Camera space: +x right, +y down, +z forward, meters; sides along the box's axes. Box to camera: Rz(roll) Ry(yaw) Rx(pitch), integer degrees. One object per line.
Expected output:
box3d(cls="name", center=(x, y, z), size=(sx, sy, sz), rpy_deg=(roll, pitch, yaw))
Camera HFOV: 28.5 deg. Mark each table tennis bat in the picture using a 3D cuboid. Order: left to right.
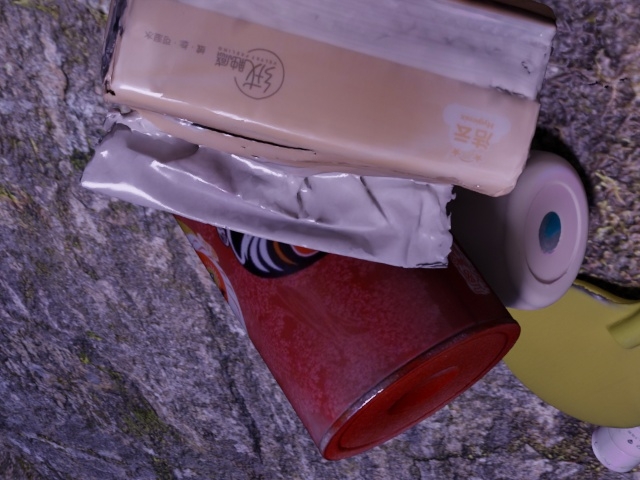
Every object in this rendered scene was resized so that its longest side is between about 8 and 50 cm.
box3d(cls="table tennis bat", center=(0.316, 0.100, 1.355), size=(0.224, 0.054, 0.368), rpy_deg=(42, 149, -2))

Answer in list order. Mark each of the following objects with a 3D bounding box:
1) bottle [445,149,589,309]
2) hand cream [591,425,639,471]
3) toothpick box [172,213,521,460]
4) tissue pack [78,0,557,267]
box3d(cls="bottle", center=(0.126, -0.018, 1.221), size=(0.236, 0.148, 0.147), rpy_deg=(7, 149, 42))
box3d(cls="hand cream", center=(0.402, 0.173, 1.434), size=(0.111, 0.070, 0.312), rpy_deg=(26, 144, -1))
box3d(cls="toothpick box", center=(0.000, 0.000, 1.111), size=(0.333, 0.204, 0.204), rpy_deg=(57, 159, 19))
box3d(cls="tissue pack", center=(-0.016, -0.109, 0.945), size=(0.305, 0.239, 0.238), rpy_deg=(13, 155, -15))
